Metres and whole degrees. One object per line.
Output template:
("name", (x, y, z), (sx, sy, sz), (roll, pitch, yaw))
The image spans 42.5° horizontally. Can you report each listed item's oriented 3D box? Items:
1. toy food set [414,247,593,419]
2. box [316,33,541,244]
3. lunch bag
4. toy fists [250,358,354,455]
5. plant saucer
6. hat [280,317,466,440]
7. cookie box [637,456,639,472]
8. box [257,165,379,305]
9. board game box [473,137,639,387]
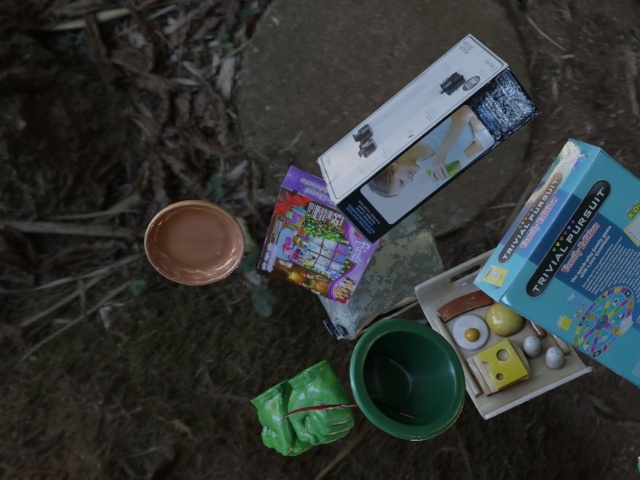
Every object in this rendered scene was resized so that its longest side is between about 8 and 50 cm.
("toy food set", (0.345, 0.170, 1.589), (0.219, 0.092, 0.306), (-25, 57, -1))
("box", (0.140, -0.143, 1.148), (0.290, 0.169, 0.087), (-39, 117, 10))
("lunch bag", (0.122, 0.060, 1.900), (0.305, 0.212, 0.256), (-25, 82, -17))
("toy fists", (-0.036, 0.334, 1.579), (0.279, 0.096, 0.142), (-37, 82, 49))
("plant saucer", (-0.251, 0.001, 1.656), (0.199, 0.037, 0.200), (-3, 124, -5))
("hat", (0.086, 0.220, 1.246), (0.208, 0.173, 0.183), (24, 154, -11))
("cookie box", (0.555, 0.384, 1.278), (0.091, 0.040, 0.107), (-12, 48, 5))
("box", (0.000, 0.000, 1.573), (0.200, 0.057, 0.293), (22, 145, 1))
("board game box", (0.431, 0.043, 1.232), (0.336, 0.079, 0.254), (30, 96, -25))
